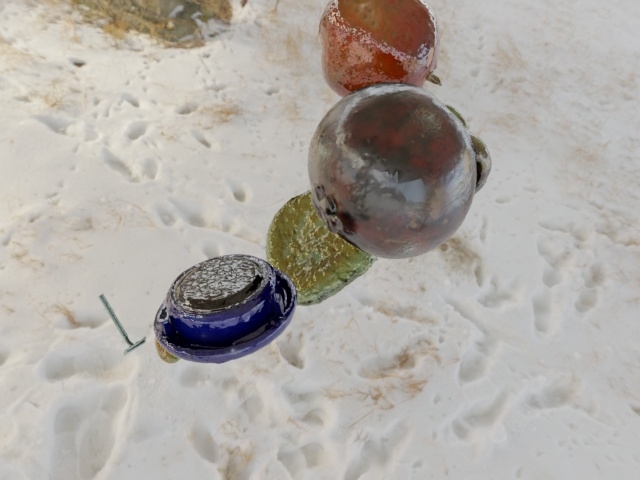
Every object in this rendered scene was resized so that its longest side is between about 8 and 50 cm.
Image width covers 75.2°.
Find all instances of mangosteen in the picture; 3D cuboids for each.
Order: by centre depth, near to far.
[{"bbox_3d":[0.127,-0.116,0.696,0.310,0.311,0.312,11,46,-12],"label":"mangosteen"}]

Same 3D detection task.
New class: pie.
[{"bbox_3d":[0.000,0.000,1.017,0.322,0.070,0.324,-9,61,17],"label":"pie"}]

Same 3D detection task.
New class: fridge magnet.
[{"bbox_3d":[-0.175,0.115,0.769,0.265,0.113,0.266,-5,29,3],"label":"fridge magnet"}]

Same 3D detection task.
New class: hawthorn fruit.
[{"bbox_3d":[0.143,-0.423,0.928,0.299,0.275,0.275,29,45,0],"label":"hawthorn fruit"}]

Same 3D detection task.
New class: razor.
[{"bbox_3d":[-0.658,0.265,1.346,0.211,0.035,0.084,55,28,1],"label":"razor"}]

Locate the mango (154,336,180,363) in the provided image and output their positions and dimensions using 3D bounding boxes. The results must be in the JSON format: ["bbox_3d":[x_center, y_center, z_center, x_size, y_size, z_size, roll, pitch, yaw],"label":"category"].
[{"bbox_3d":[-0.506,0.338,1.409,0.115,0.089,0.165,-8,57,14],"label":"mango"}]
